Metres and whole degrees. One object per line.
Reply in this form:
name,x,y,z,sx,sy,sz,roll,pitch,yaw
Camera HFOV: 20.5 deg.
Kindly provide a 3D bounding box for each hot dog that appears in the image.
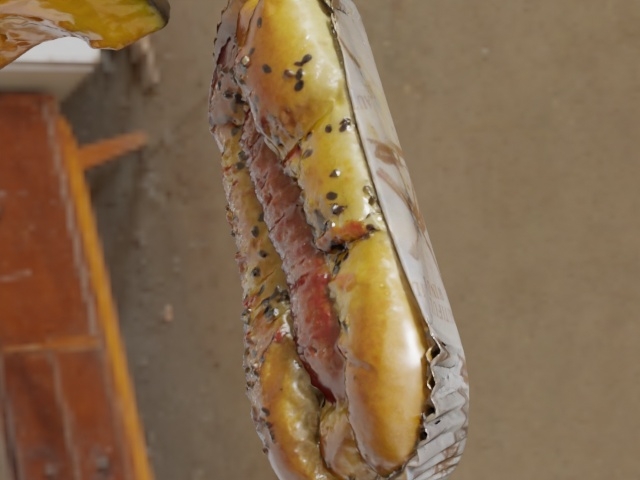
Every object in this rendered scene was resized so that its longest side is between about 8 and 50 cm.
hot dog,0.000,0.000,0.590,0.108,0.059,0.191,127,134,-56

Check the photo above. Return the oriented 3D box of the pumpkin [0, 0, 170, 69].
pumpkin,-0.211,-0.110,0.834,0.254,0.149,0.130,-30,41,19
